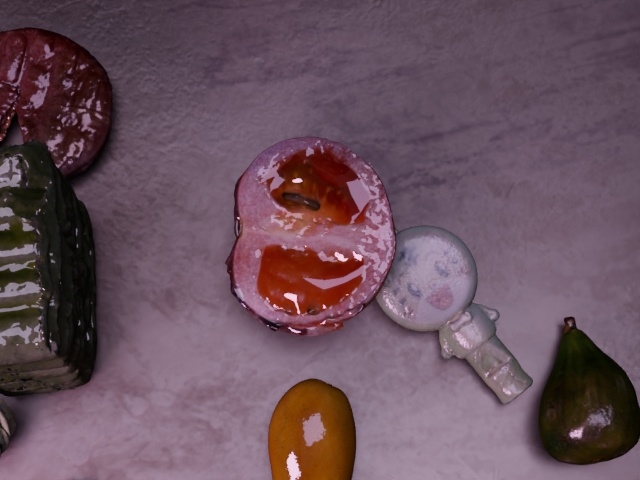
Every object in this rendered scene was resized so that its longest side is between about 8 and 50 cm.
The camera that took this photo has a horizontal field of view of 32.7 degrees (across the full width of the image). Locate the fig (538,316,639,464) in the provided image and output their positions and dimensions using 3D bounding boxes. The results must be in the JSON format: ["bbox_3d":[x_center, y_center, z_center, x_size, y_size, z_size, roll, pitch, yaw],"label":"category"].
[{"bbox_3d":[0.310,0.173,1.263,0.117,0.117,0.177,4,54,0],"label":"fig"}]

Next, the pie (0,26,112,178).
[{"bbox_3d":[-0.362,-0.163,1.351,0.219,0.054,0.204,24,76,7],"label":"pie"}]

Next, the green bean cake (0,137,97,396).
[{"bbox_3d":[-0.325,0.037,1.198,0.132,0.255,0.241,-4,71,-5],"label":"green bean cake"}]

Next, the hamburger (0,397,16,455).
[{"bbox_3d":[-0.413,0.210,1.215,0.140,0.133,0.062,0,48,4],"label":"hamburger"}]

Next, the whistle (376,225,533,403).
[{"bbox_3d":[0.155,0.082,1.295,0.126,0.067,0.258,-40,84,3],"label":"whistle"}]

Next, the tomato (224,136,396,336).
[{"bbox_3d":[0.000,0.000,1.278,0.199,0.112,0.228,7,85,16],"label":"tomato"}]

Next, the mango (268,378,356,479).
[{"bbox_3d":[-0.012,0.249,1.237,0.102,0.085,0.184,7,81,1],"label":"mango"}]
